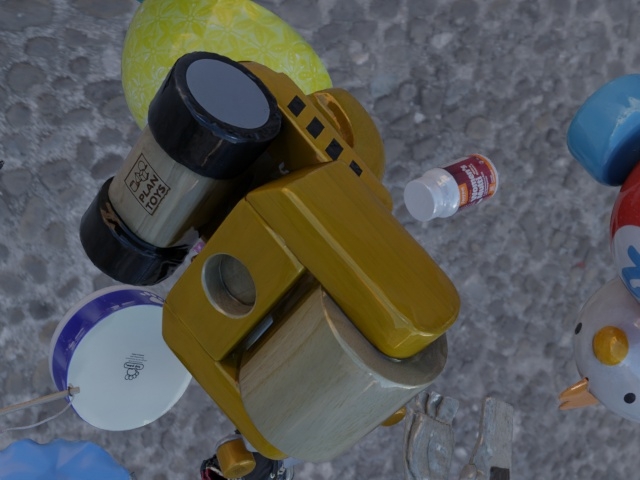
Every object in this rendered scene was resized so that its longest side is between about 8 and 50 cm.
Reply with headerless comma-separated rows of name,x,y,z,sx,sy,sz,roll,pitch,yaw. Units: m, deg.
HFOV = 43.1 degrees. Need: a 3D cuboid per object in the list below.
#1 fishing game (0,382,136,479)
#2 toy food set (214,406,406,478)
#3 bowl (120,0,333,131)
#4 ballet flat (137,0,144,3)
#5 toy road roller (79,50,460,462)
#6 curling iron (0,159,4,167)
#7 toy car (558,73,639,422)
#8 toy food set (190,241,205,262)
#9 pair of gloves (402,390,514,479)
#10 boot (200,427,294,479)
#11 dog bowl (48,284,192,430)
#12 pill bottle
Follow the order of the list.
fishing game,-0.274,0.288,0.817,0.189,0.041,0.264,-16,75,-20
toy food set,-0.021,0.185,0.957,0.232,0.105,0.111,-17,142,-13
bowl,-0.140,-0.161,1.036,0.289,0.289,0.156,44,55,-34
ballet flat,-0.180,-0.393,1.058,0.067,0.073,0.206,-20,156,-49
toy road roller,-0.017,-0.007,0.694,0.240,0.330,0.202,-28,164,-51
curling iron,-0.732,-0.076,1.584,0.274,0.068,0.035,-45,111,-20
toy car,0.239,0.054,0.557,0.210,0.219,0.238,6,130,-41
toy food set,-0.164,0.027,1.245,0.077,0.122,0.019,12,125,8
pair of gloves,0.196,0.320,1.149,0.240,0.042,0.204,16,72,-40
boot,-0.144,0.354,1.450,0.178,0.085,0.237,-12,82,-57
dog bowl,-0.376,0.225,1.552,0.264,0.104,0.265,-13,115,-31
pill bottle,0.312,-0.125,1.934,0.221,0.121,0.121,-22,117,-35
